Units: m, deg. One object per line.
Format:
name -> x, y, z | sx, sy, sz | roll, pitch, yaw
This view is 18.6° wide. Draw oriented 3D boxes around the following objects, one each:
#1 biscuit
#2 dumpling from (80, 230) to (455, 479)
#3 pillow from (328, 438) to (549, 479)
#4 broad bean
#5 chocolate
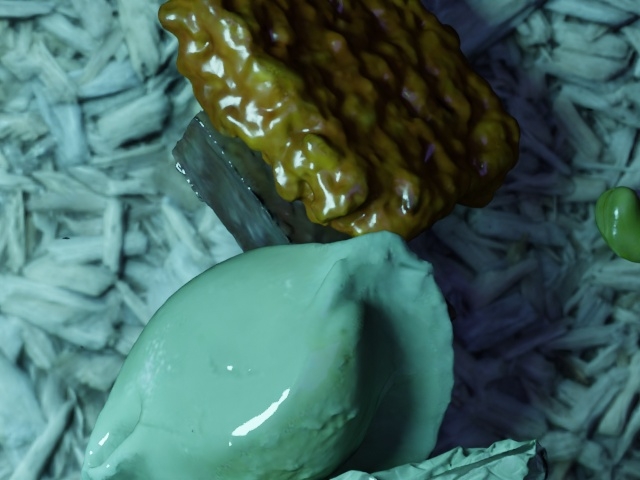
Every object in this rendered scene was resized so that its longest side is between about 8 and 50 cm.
biscuit -> 0.026, -0.139, 1.820 | 0.318, 0.110, 0.312 | 53, 36, 5
dumpling -> -0.053, 0.152, 1.732 | 0.212, 0.320, 0.270 | -32, 105, -53
pillow -> 0.073, 0.308, 1.731 | 0.283, 0.310, 0.138 | -9, 40, -18
broad bean -> 0.308, -0.014, 1.952 | 0.063, 0.045, 0.083 | -39, 95, -27
chocolate -> 0.000, 0.000, 1.863 | 0.112, 0.112, 0.321 | -35, 85, -25
